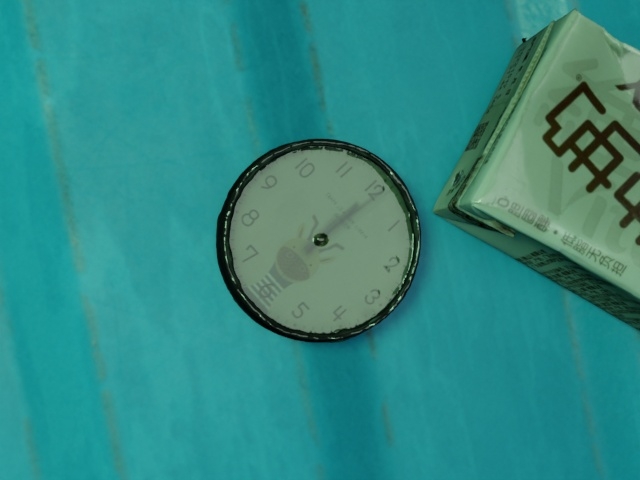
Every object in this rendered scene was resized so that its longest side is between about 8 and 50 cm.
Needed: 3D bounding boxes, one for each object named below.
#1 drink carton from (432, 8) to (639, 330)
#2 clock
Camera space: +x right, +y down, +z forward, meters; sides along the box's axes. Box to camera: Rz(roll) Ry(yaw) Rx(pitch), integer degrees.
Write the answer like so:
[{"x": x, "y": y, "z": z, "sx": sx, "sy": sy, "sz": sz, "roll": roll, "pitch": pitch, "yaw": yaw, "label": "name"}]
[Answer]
[{"x": 0.294, "y": -0.033, "z": 0.804, "sx": 0.324, "sy": 0.132, "sz": 0.194, "roll": 29, "pitch": 83, "yaw": -7, "label": "drink carton"}, {"x": 0.000, "y": 0.000, "z": 0.795, "sx": 0.184, "sy": 0.040, "sz": 0.185, "roll": 0, "pitch": 88, "yaw": -10, "label": "clock"}]
